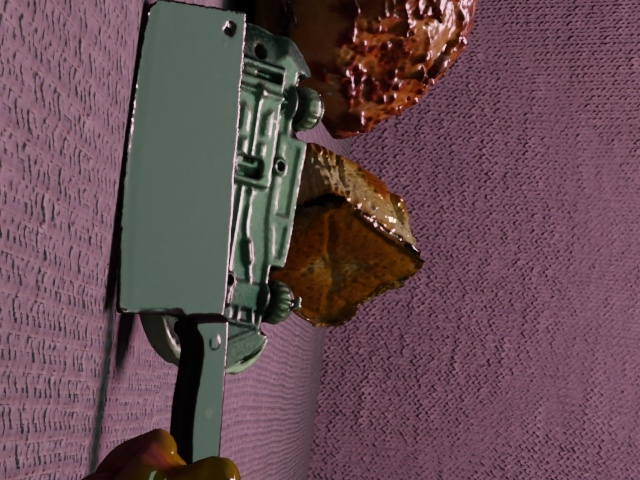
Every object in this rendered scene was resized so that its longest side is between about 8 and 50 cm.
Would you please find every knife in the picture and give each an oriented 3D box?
[{"bbox_3d":[-0.070,0.009,0.780,0.072,0.019,0.245,0,94,-45],"label":"knife"}]

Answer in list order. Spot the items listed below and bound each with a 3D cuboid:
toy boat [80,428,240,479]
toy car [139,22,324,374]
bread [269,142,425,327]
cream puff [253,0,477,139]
[{"bbox_3d":[-0.091,0.193,0.489,0.141,0.099,0.318,-67,167,-65],"label":"toy boat"},{"bbox_3d":[-0.056,-0.022,0.845,0.093,0.058,0.186,15,81,-42],"label":"toy car"},{"bbox_3d":[0.000,0.000,1.286,0.128,0.140,0.069,-39,-141,24],"label":"bread"},{"bbox_3d":[0.030,-0.190,1.126,0.240,0.164,0.240,-169,-90,-90],"label":"cream puff"}]
